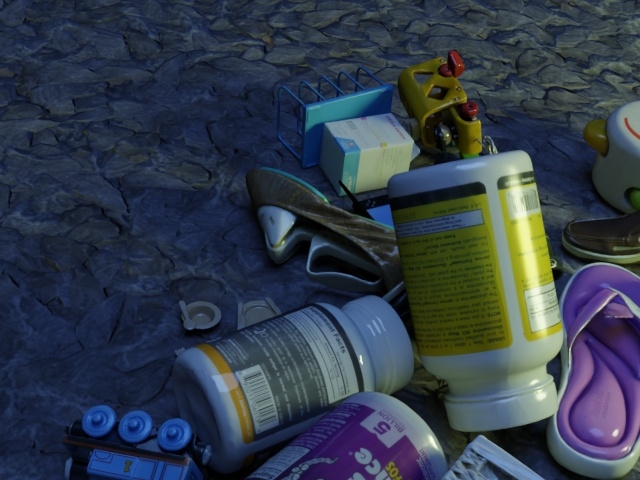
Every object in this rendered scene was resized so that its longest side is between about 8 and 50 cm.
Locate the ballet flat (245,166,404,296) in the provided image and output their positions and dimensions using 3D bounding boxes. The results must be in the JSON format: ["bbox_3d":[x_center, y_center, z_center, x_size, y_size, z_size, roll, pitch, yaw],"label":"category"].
[{"bbox_3d":[0.000,0.000,1.686,0.342,0.116,0.124,27,62,21],"label":"ballet flat"}]

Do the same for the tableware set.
[{"bbox_3d":[-0.121,0.131,1.567,0.168,0.020,0.141,-6,41,-13],"label":"tableware set"}]

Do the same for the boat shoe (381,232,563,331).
[{"bbox_3d":[0.212,0.078,1.601,0.340,0.127,0.113,-23,69,-34],"label":"boat shoe"}]

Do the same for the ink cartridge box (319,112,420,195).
[{"bbox_3d":[0.083,-0.144,1.866,0.143,0.090,0.092,-10,43,-20],"label":"ink cartridge box"}]

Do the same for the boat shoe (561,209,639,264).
[{"bbox_3d":[0.507,-0.022,1.752,0.257,0.095,0.095,2,35,7],"label":"boat shoe"}]

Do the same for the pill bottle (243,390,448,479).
[{"bbox_3d":[-0.007,0.310,1.252,0.169,0.169,0.301,33,47,28],"label":"pill bottle"}]

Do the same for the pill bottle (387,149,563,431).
[{"bbox_3d":[0.203,0.064,1.441,0.188,0.334,0.188,-10,1,0],"label":"pill bottle"}]

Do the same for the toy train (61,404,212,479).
[{"bbox_3d":[-0.223,0.262,1.344,0.184,0.080,0.105,7,58,14],"label":"toy train"}]

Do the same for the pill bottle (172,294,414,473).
[{"bbox_3d":[-0.032,0.172,1.421,0.278,0.162,0.162,-18,46,-27],"label":"pill bottle"}]

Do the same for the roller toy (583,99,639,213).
[{"bbox_3d":[0.559,-0.141,1.880,0.191,0.146,0.209,-18,45,-27],"label":"roller toy"}]

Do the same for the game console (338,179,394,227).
[{"bbox_3d":[0.098,-0.048,1.768,0.107,0.071,0.122,-15,45,-23],"label":"game console"}]

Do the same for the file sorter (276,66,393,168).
[{"bbox_3d":[0.022,-0.216,1.925,0.170,0.118,0.104,-17,42,-26],"label":"file sorter"}]

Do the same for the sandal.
[{"bbox_3d":[0.408,0.151,1.547,0.169,0.102,0.416,12,40,7],"label":"sandal"}]

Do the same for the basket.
[{"bbox_3d":[0.181,0.323,1.267,0.113,0.167,0.103,34,52,29],"label":"basket"}]

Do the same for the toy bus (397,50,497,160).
[{"bbox_3d":[0.197,-0.204,1.870,0.104,0.191,0.202,-19,5,-3],"label":"toy bus"}]
